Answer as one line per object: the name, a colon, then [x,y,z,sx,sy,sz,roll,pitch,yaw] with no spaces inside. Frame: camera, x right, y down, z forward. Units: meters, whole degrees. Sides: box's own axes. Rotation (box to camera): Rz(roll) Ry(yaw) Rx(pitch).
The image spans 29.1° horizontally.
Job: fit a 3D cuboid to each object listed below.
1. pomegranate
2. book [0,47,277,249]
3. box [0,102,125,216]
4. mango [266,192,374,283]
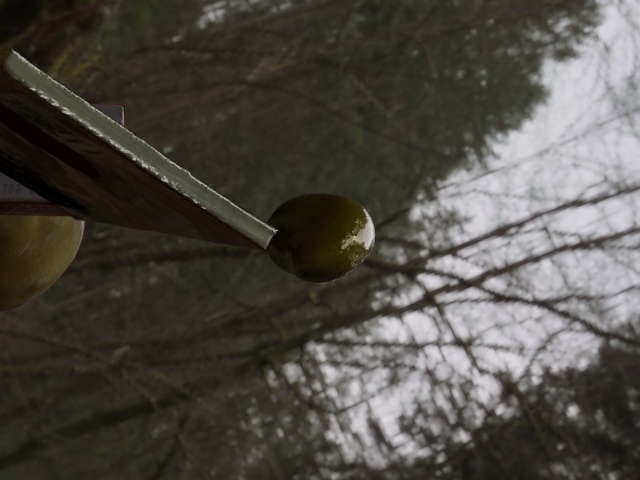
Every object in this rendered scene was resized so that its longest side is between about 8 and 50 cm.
pomegranate: [-0.477,-0.063,1.696,0.332,0.332,0.332,56,-21,34]
book: [-0.233,-0.078,1.067,0.262,0.028,0.374,34,-14,-33]
box: [-0.333,-0.091,1.373,0.050,0.229,0.123,117,-28,-72]
mango: [0.003,-0.001,1.431,0.191,0.122,0.085,-141,-141,-62]
